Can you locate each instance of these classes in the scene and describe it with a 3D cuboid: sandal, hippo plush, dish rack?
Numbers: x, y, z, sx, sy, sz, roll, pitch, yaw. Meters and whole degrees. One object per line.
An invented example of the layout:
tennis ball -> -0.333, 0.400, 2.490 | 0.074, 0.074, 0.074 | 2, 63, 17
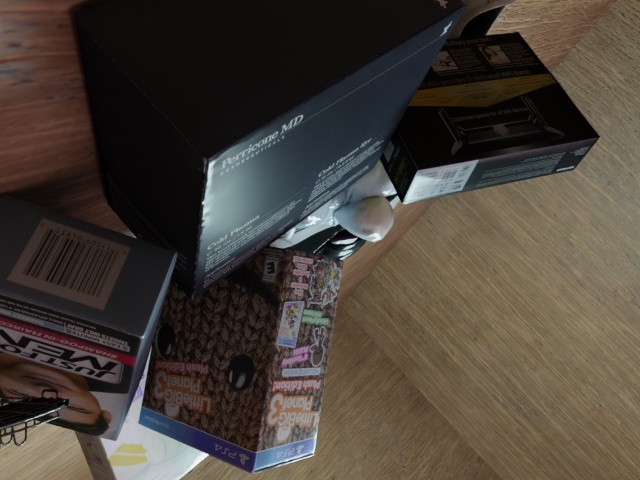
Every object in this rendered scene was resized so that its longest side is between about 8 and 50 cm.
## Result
sandal -> -0.001, 0.000, 1.307 | 0.445, 0.107, 0.167 | -33, -156, 16
hippo plush -> -0.033, -0.112, 0.951 | 0.294, 0.234, 0.236 | 2, -178, 42
dish rack -> -0.430, 0.215, 0.633 | 0.271, 0.074, 0.208 | -5, 178, 19

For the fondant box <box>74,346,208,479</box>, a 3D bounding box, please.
fondant box -> -0.315, 0.282, 1.038 | 0.096, 0.330, 0.238 | 5, -154, 40

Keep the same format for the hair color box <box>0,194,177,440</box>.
hair color box -> -0.307, 0.122, 0.707 | 0.374, 0.185, 0.114 | 123, -16, -51

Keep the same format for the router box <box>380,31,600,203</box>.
router box -> 0.221, -0.197, 0.877 | 0.308, 0.243, 0.081 | -11, 150, -18

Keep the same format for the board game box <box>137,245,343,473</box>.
board game box -> -0.118, 0.149, 0.850 | 0.141, 0.232, 0.291 | 13, 84, -55

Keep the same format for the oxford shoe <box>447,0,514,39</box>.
oxford shoe -> 0.199, -0.314, 1.057 | 0.169, 0.130, 0.449 | -36, 168, -37

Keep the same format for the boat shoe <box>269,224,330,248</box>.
boat shoe -> -0.032, -0.070, 1.194 | 0.306, 0.105, 0.113 | -17, -150, 49

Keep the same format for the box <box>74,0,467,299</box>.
box -> -0.059, -0.145, 0.657 | 0.343, 0.179, 0.312 | -37, 169, -28

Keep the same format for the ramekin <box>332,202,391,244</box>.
ramekin -> 0.068, -0.070, 1.490 | 0.273, 0.127, 0.273 | -42, 169, -10
